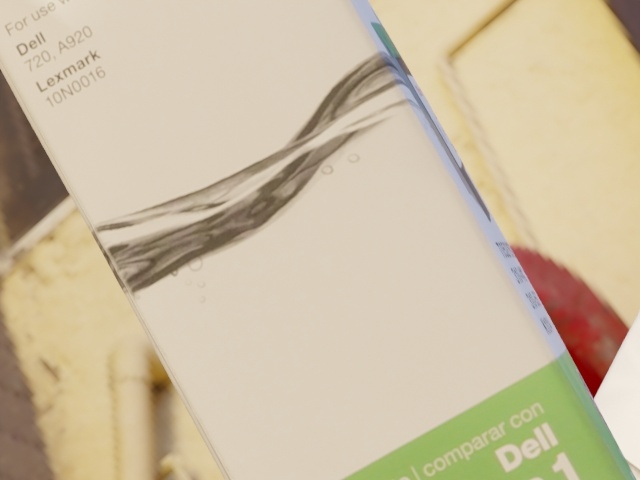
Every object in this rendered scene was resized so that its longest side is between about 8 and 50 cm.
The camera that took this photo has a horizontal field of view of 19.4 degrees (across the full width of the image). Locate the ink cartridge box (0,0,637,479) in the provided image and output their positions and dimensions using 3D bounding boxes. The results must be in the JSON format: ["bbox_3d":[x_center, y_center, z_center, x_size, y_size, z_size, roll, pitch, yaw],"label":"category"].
[{"bbox_3d":[0.000,0.000,0.534,0.219,0.092,0.160,61,5,4],"label":"ink cartridge box"}]

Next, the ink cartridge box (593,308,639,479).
[{"bbox_3d":[0.267,0.228,1.245,0.166,0.395,0.285,25,-5,37],"label":"ink cartridge box"}]
